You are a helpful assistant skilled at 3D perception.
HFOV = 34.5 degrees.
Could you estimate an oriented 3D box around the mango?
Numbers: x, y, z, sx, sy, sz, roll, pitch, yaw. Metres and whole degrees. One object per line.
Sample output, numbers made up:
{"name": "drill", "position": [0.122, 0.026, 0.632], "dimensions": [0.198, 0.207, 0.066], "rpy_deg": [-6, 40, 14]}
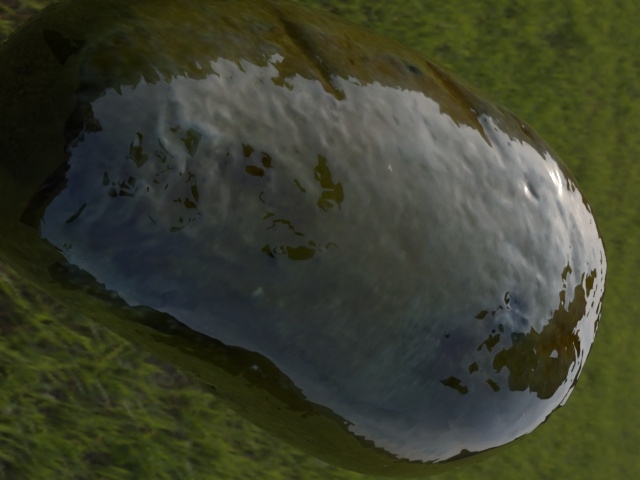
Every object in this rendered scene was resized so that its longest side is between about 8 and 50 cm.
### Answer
{"name": "mango", "position": [-0.002, -0.003, 0.439], "dimensions": [0.330, 0.176, 0.175], "rpy_deg": [23, 105, -35]}
